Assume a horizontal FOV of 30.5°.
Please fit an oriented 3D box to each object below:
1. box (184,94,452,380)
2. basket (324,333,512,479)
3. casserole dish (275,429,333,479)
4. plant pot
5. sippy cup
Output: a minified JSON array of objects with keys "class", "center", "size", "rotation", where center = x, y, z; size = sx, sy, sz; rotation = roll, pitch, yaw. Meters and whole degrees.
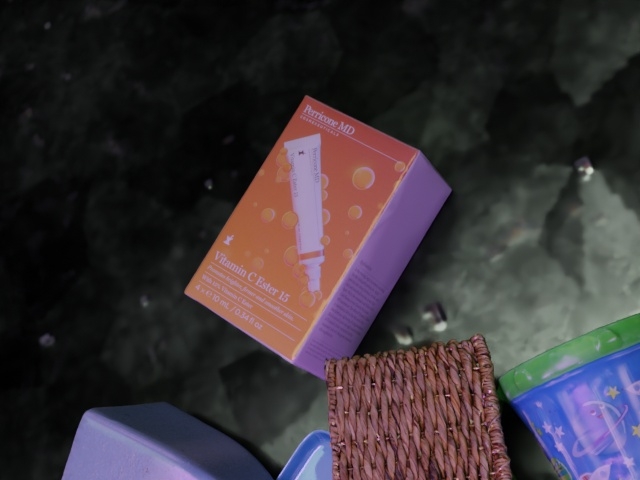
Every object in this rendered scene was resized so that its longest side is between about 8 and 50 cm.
[{"class":"box","center":[0.000,0.000,1.722],"size":[0.215,0.168,0.345],"rotation":[29,85,28]},{"class":"basket","center":[0.134,0.304,1.514],"size":[0.223,0.214,0.299],"rotation":[-10,44,5]},{"class":"casserole dish","center":[-0.006,0.362,1.680],"size":[0.114,0.037,0.188],"rotation":[31,86,28]},{"class":"plant pot","center":[-0.201,0.388,1.627],"size":[0.252,0.248,0.247],"rotation":[19,91,21]},{"class":"sippy cup","center":[0.372,0.232,1.472],"size":[0.240,0.305,0.224],"rotation":[-13,73,-30]}]
